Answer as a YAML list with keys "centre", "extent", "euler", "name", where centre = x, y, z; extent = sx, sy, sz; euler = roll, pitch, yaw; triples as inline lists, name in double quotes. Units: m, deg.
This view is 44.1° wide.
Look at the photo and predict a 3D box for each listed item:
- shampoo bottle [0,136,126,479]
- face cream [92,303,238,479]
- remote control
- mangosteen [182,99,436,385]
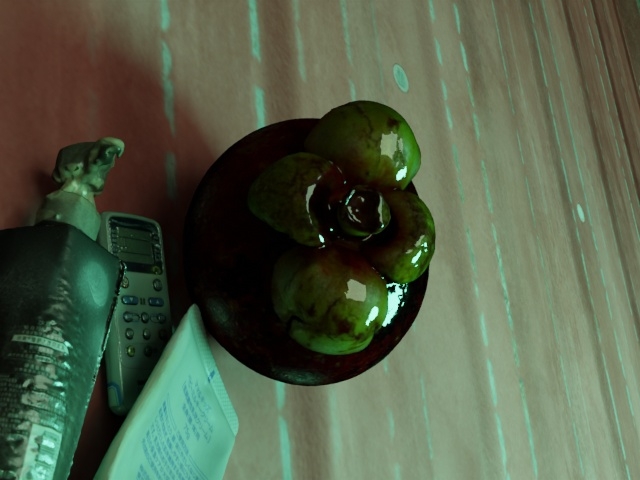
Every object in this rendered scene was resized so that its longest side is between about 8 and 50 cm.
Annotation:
- centre: [-0.139, 0.039, 0.401]
  extent: [0.057, 0.063, 0.208]
  euler: [49, 37, -50]
  name: "shampoo bottle"
- centre: [-0.092, 0.148, 0.426]
  extent: [0.224, 0.070, 0.114]
  euler: [-74, 157, -51]
  name: "face cream"
- centre: [-0.113, 0.044, 0.481]
  extent: [0.053, 0.017, 0.125]
  euler: [13, 64, -55]
  name: "remote control"
- centre: [0.000, 0.000, 0.513]
  extent: [0.199, 0.199, 0.200]
  euler: [31, 50, -46]
  name: "mangosteen"
